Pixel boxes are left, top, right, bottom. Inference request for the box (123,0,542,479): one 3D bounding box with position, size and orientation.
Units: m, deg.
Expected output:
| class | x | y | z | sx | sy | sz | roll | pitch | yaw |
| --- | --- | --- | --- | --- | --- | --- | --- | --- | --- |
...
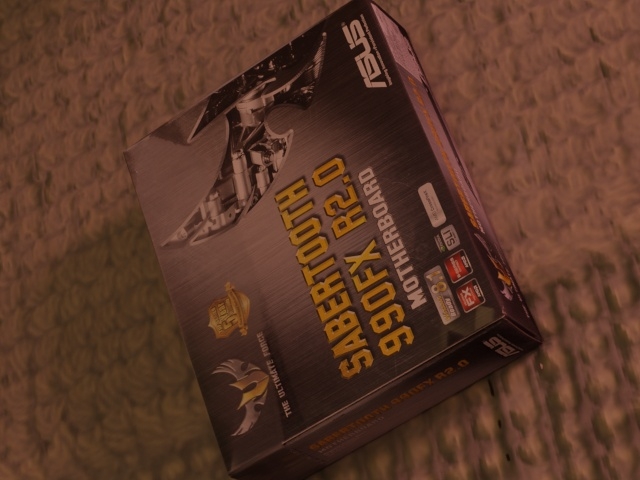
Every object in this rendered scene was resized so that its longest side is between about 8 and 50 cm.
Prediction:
| class | x | y | z | sx | sy | sz | roll | pitch | yaw |
| --- | --- | --- | --- | --- | --- | --- | --- | --- | --- |
| box | 0.000 | 0.000 | 1.052 | 0.183 | 0.056 | 0.231 | -30 | 58 | 17 |
